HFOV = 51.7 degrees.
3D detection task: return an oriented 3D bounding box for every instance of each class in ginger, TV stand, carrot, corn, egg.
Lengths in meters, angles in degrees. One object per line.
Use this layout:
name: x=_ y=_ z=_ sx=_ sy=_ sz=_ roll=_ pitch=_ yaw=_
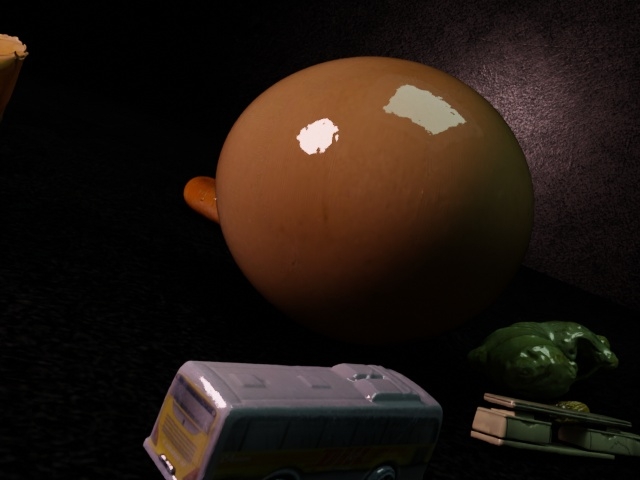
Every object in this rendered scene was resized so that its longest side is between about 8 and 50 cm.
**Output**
ginger: x=0.276 y=0.139 z=0.801 sx=0.137 sy=0.089 sz=0.290 roll=21 pitch=7 yaw=40
TV stand: x=0.245 y=0.185 z=0.636 sx=0.249 sy=0.042 sz=0.036 roll=17 pitch=-11 yaw=-32
carrot: x=-0.149 y=-0.050 z=1.076 sx=0.225 sy=0.067 sz=0.067 roll=31 pitch=13 yaw=39
corn: x=0.266 y=0.185 z=0.711 sx=0.027 sy=0.028 sz=0.083 roll=13 pitch=1 yaw=44
egg: x=0.044 y=-0.043 z=0.716 sx=0.301 sy=0.301 sz=0.374 roll=13 pitch=0 yaw=-38

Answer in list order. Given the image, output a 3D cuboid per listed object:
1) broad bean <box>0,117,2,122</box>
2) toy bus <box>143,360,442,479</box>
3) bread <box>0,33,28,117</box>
broad bean: x=-0.523 y=-0.169 z=0.854 sx=0.169 sy=0.100 sz=0.228 roll=23 pitch=13 yaw=4
toy bus: x=-0.006 y=0.113 z=0.394 sx=0.190 sy=0.075 sz=0.064 roll=11 pitch=12 yaw=-42
bread: x=-0.423 y=-0.134 z=0.647 sx=0.204 sy=0.156 sz=0.288 roll=15 pitch=21 yaw=-12
